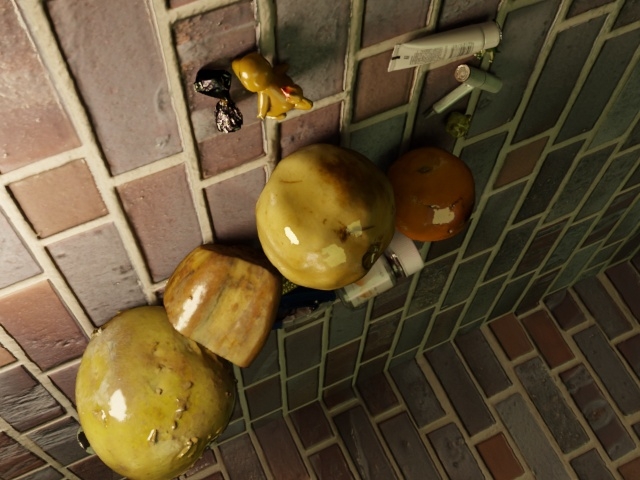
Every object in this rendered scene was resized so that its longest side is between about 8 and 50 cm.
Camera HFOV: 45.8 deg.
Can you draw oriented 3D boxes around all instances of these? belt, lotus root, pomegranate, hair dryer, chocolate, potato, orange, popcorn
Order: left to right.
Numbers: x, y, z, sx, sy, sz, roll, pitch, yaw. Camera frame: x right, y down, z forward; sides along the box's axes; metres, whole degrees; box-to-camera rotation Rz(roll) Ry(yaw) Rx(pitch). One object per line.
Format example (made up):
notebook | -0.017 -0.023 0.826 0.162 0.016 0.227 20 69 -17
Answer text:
potato | -0.439 0.362 1.931 0.386 0.441 0.319 -17 142 6
chocolate | -0.184 -0.264 1.415 0.072 0.070 0.147 -52 160 -15
lotus root | -0.235 0.120 1.920 0.316 0.316 0.250 10 117 -53
belt | -0.122 0.173 2.247 0.347 0.117 0.212 -7 146 -37
pomegranate | 0.008 -0.056 1.724 0.333 0.332 0.332 -23 155 -11
orange | 0.279 -0.118 1.943 0.246 0.246 0.246 -23 155 -11
hair dryer | 0.328 -0.342 1.819 0.155 0.044 0.183 3 146 -47
popcorn | 0.350 -0.294 1.904 0.060 0.068 0.083 5 -147 44

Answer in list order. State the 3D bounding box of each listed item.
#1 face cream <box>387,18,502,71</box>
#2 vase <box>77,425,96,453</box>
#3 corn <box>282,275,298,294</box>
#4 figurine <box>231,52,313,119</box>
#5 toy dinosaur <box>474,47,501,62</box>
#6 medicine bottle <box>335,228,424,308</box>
face cream | 0.261 -0.410 1.600 0.244 0.058 0.092 -16 159 -12
vase | -0.644 0.564 2.446 0.360 0.165 0.165 -38 154 31
corn | -0.026 0.025 2.051 0.345 0.131 0.131 -35 154 15
figurine | -0.084 -0.285 1.402 0.176 0.122 0.121 31 85 -54
toy dinosaur | 0.385 -0.435 1.709 0.120 0.029 0.060 -3 131 -45
medicine bottle | 0.162 0.080 2.301 0.274 0.165 0.165 -29 155 2
